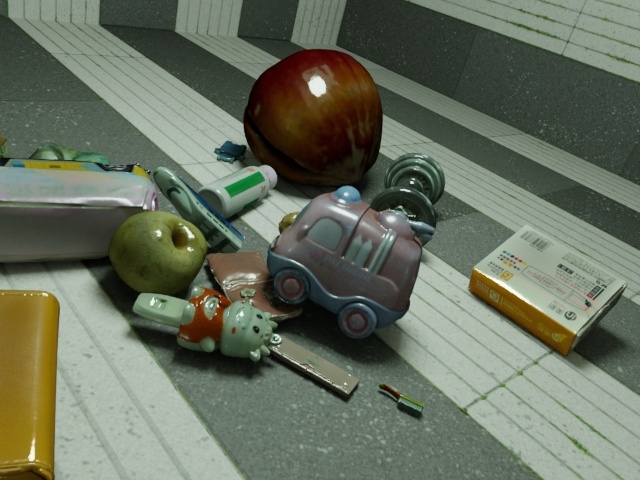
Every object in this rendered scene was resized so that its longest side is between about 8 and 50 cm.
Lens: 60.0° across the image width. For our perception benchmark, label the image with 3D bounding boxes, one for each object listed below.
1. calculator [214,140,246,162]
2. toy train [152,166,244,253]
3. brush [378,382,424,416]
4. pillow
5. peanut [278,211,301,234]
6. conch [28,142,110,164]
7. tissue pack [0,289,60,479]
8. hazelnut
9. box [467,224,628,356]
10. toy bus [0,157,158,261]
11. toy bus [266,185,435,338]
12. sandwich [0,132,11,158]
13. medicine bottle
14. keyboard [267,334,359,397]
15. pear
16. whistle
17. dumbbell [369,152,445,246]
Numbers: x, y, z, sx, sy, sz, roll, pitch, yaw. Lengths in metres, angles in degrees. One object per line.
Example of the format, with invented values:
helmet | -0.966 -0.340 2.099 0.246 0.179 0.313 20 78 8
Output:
calculator | -0.271 -0.269 1.685 0.094 0.019 0.141 15 30 0
toy train | -0.260 -0.059 1.158 0.234 0.052 0.051 45 22 -23
brush | 0.133 0.268 0.937 0.083 0.019 0.021 28 40 18
pillow | -0.136 0.090 1.093 0.126 0.043 0.232 -3 33 -32
peanut | 0.000 0.000 1.264 0.226 0.095 0.108 29 28 25
conch | -0.542 -0.132 1.208 0.176 0.122 0.188 -27 44 -24
tissue pack | -0.371 0.206 0.617 0.145 0.194 0.274 1 33 -25
hazelnut | -0.003 -0.359 1.608 0.402 0.402 0.429 35 28 31
box | 0.514 0.105 1.269 0.221 0.091 0.274 -32 51 -25
toy bus | -0.494 -0.049 1.048 0.386 0.171 0.162 -2 39 -33
toy bus | 0.058 0.023 1.063 0.294 0.232 0.197 28 19 8
sandwich | -0.730 -0.171 1.211 0.088 0.090 0.244 6 30 -12
medicine bottle | -0.201 -0.126 1.390 0.095 0.095 0.260 26 31 18
keyboard | -0.016 0.217 0.957 0.166 0.017 0.055 26 26 18
pear | -0.297 0.025 1.022 0.167 0.136 0.167 36 29 -24
whistle | -0.186 0.135 0.934 0.253 0.106 0.102 16 12 -1
dumbbell | 0.235 -0.110 1.488 0.179 0.179 0.406 20 29 8
